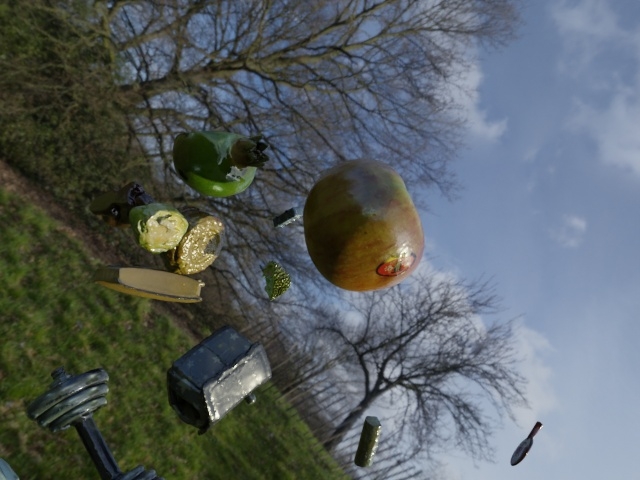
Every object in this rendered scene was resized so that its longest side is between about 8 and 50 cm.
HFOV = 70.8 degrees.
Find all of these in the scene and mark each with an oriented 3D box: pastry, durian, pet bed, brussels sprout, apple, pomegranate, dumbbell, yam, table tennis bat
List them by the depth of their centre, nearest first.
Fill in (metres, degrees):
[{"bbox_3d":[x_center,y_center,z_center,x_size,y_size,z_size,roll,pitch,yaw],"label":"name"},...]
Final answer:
[{"bbox_3d":[-0.491,0.461,0.995,0.406,0.179,0.179,56,-17,10],"label":"dumbbell"},{"bbox_3d":[-0.234,0.339,1.067,0.159,0.211,0.183,29,-52,23],"label":"pet bed"},{"bbox_3d":[-0.471,-0.050,1.294,0.122,0.149,0.152,43,-44,28],"label":"brussels sprout"},{"bbox_3d":[0.607,0.600,1.327,0.019,0.155,0.098,38,-17,18],"label":"table tennis bat"},{"bbox_3d":[0.118,-0.038,1.338,0.400,0.333,0.400,-18,90,-87],"label":"apple"},{"bbox_3d":[-0.432,0.008,1.534,0.132,0.235,0.240,19,0,29],"label":"pastry"},{"bbox_3d":[-0.333,-0.259,1.567,0.358,0.309,0.216,5,-88,33],"label":"pomegranate"},{"bbox_3d":[0.168,0.702,1.574,0.068,0.068,0.169,29,-73,61],"label":"yam"},{"bbox_3d":[-0.167,0.127,1.588,0.086,0.100,0.215,54,5,-32],"label":"durian"}]

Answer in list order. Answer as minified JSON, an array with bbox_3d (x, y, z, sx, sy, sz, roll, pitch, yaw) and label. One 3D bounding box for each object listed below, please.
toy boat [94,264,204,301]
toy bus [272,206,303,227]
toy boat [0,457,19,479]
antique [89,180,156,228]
[{"bbox_3d":[-0.495,0.129,1.330,0.121,0.321,0.089,-11,-111,46],"label":"toy boat"},{"bbox_3d":[-0.143,-0.099,1.957,0.166,0.065,0.047,-25,-104,50],"label":"toy bus"},{"bbox_3d":[-0.726,0.498,0.910,0.290,0.199,0.100,17,-73,47],"label":"toy boat"},{"bbox_3d":[-0.702,-0.116,1.643,0.143,0.256,0.121,49,36,-42],"label":"antique"}]
